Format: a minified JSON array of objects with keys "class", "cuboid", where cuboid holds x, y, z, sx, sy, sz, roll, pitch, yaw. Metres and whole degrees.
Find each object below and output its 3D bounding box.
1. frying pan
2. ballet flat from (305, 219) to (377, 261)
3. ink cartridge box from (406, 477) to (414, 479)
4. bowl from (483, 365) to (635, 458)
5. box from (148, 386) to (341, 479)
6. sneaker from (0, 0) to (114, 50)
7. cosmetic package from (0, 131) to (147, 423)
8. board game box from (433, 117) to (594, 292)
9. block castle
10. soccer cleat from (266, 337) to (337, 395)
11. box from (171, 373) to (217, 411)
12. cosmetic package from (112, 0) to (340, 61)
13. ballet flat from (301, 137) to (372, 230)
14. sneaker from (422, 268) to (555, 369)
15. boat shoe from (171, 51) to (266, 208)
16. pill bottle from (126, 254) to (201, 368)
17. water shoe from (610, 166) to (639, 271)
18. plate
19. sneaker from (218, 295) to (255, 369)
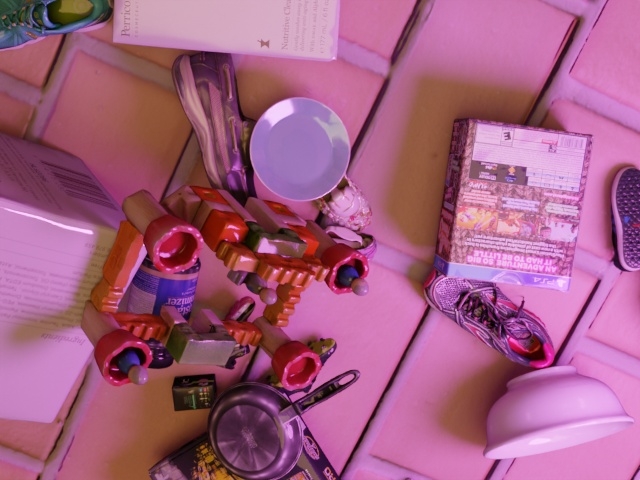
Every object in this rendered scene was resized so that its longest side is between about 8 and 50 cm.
[{"class":"frying pan","cuboid":[-0.069,0.359,1.869,0.326,0.053,0.197,-9,93,19]},{"class":"ballet flat","cuboid":[0.000,0.000,1.898,0.221,0.077,0.079,4,140,-6]},{"class":"ink cartridge box","cuboid":[0.140,0.598,2.048,0.190,0.139,0.082,-35,104,8]},{"class":"bowl","cuboid":[0.450,0.329,1.948,0.298,0.298,0.134,-12,70,1]},{"class":"box","cuboid":[-0.107,0.536,1.971,0.318,0.097,0.395,-32,88,19]},{"class":"sneaker","cuboid":[-0.501,-0.400,1.749,0.275,0.110,0.107,-13,106,2]},{"class":"cosmetic package","cuboid":[-0.567,0.052,1.704,0.327,0.329,0.394,18,108,-46]},{"class":"board game box","cuboid":[0.351,-0.068,1.840,0.232,0.141,0.291,8,96,-4]},{"class":"block castle","cuboid":[-0.147,0.100,1.682,0.453,0.213,0.303,10,114,-42]},{"class":"soccer cleat","cuboid":[-0.029,0.261,1.991,0.179,0.060,0.072,-38,114,15]},{"class":"box","cuboid":[-0.251,0.303,1.987,0.083,0.062,0.052,-5,105,-1]},{"class":"cosmetic package","cuboid":[-0.159,-0.438,1.728,0.385,0.156,0.217,2,108,-4]},{"class":"ballet flat","cuboid":[0.015,-0.106,1.873,0.091,0.077,0.241,-38,105,6]},{"class":"sneaker","cuboid":[0.337,0.144,1.941,0.299,0.112,0.121,30,103,-10]},{"class":"boat shoe","cuboid":[-0.156,-0.181,1.816,0.130,0.132,0.355,-19,107,3]},{"class":"pill bottle","cuboid":[-0.308,0.128,1.903,0.122,0.123,0.219,12,106,-6]},{"class":"water shoe","cuboid":[0.586,-0.040,1.922,0.073,0.080,0.203,4,81,-7]},{"class":"plate","cuboid":[-0.038,-0.164,1.799,0.188,0.024,0.188,-1,93,-16]},{"class":"sneaker","cuboid":[-0.163,0.187,1.959,0.075,0.063,0.170,29,108,-10]}]
